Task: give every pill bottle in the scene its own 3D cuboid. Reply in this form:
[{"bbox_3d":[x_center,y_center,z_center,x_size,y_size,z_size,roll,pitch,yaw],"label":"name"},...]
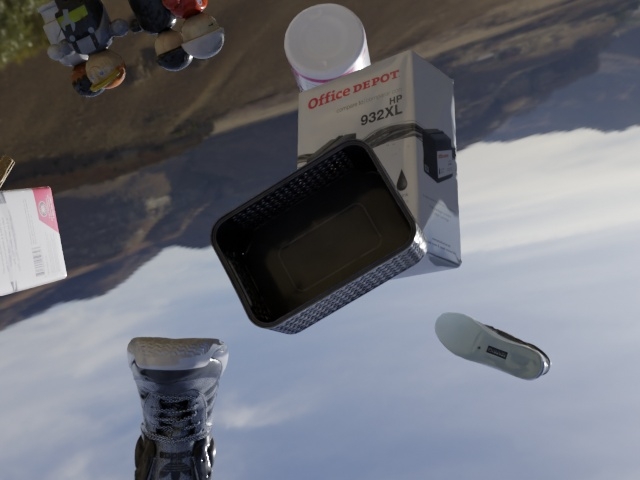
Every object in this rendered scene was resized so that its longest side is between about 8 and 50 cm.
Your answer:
[{"bbox_3d":[0.026,-0.352,1.637,0.160,0.160,0.283,-18,163,4],"label":"pill bottle"}]

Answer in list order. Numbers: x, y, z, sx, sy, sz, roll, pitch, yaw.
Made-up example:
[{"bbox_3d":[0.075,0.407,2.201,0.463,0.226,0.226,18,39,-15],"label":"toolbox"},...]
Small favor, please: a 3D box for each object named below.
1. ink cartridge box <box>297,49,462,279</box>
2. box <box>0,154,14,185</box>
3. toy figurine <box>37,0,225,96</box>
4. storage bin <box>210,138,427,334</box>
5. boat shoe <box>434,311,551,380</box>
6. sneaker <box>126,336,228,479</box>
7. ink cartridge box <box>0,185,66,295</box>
[{"bbox_3d":[0.084,-0.101,1.199,0.223,0.308,0.129,-13,158,37],"label":"ink cartridge box"},{"bbox_3d":[-0.515,-0.010,1.133,0.164,0.021,0.201,-42,-152,37],"label":"box"},{"bbox_3d":[-0.252,-0.278,1.040,0.209,0.148,0.213,-30,-161,-23],"label":"toy figurine"},{"bbox_3d":[0.000,0.000,0.767,0.180,0.122,0.084,-31,164,6],"label":"storage bin"},{"bbox_3d":[0.271,0.170,1.237,0.183,0.065,0.083,25,-176,28],"label":"boat shoe"},{"bbox_3d":[-0.151,0.189,0.833,0.101,0.153,0.268,2,163,-6],"label":"sneaker"},{"bbox_3d":[-0.665,0.004,1.597,0.117,0.207,0.283,-7,-175,20],"label":"ink cartridge box"}]
